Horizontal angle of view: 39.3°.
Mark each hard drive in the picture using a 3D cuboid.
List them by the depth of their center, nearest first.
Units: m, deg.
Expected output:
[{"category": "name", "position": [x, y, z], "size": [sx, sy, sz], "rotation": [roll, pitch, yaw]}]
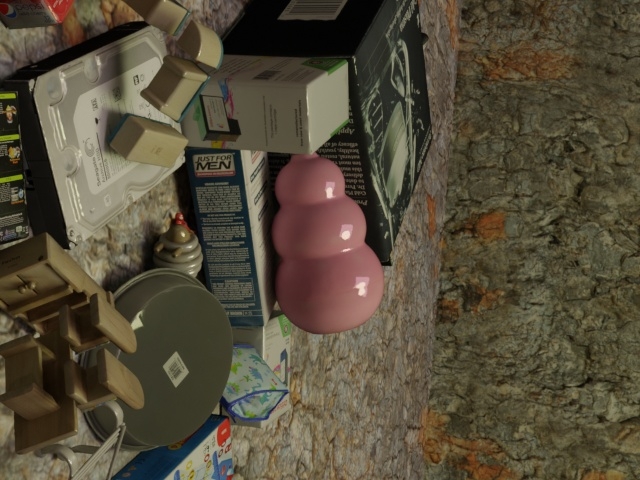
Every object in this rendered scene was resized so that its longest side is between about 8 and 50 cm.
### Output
[{"category": "hard drive", "position": [-0.308, -0.162, 1.278], "size": [0.339, 0.064, 0.236], "rotation": [-51, 139, -58]}]

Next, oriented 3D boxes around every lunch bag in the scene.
[{"category": "lunch bag", "position": [-0.155, 0.259, 1.626], "size": [0.096, 0.129, 0.151], "rotation": [-53, 149, 13]}]

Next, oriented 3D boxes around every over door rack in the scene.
[{"category": "over door rack", "position": [-0.361, 0.391, 1.172], "size": [0.239, 0.108, 0.324], "rotation": [-50, 153, -59]}]

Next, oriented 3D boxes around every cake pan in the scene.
[{"category": "cake pan", "position": [-0.241, 0.191, 1.398], "size": [0.293, 0.054, 0.293], "rotation": [-15, 110, -50]}]

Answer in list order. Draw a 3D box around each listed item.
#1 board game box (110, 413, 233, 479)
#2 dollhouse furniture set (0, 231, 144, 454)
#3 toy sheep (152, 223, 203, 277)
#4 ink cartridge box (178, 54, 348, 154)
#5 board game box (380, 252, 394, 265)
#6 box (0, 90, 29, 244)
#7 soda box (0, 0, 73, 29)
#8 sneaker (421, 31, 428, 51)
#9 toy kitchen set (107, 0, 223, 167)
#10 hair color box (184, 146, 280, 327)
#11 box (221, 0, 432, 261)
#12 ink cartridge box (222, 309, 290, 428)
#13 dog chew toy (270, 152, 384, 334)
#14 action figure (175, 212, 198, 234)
[{"category": "board game box", "position": [-0.245, 0.490, 1.506], "size": [0.308, 0.086, 0.301], "rotation": [-37, 127, -65]}, {"category": "dollhouse furniture set", "position": [-0.322, 0.141, 1.073], "size": [0.161, 0.212, 0.242], "rotation": [61, 10, -53]}, {"category": "toy sheep", "position": [-0.236, 0.031, 1.475], "size": [0.091, 0.091, 0.132], "rotation": [-53, 156, -57]}, {"category": "ink cartridge box", "position": [-0.114, -0.231, 1.491], "size": [0.201, 0.278, 0.117], "rotation": [-49, 141, -60]}, {"category": "board game box", "position": [0.109, -0.040, 2.344], "size": [0.030, 0.136, 0.259], "rotation": [-63, 150, -46]}, {"category": "box", "position": [-0.414, -0.076, 1.021], "size": [0.191, 0.045, 0.184], "rotation": [-28, 117, -66]}, {"category": "soda box", "position": [-0.335, -0.393, 1.136], "size": [0.092, 0.083, 0.263], "rotation": [65, 33, -53]}, {"category": "sneaker", "position": [0.162, -0.415, 2.462], "size": [0.447, 0.169, 0.257], "rotation": [-47, 145, -49]}, {"category": "toy kitchen set", "position": [-0.241, -0.238, 1.273], "size": [0.207, 0.166, 0.122], "rotation": [-52, 163, 11]}, {"category": "hair color box", "position": [-0.151, -0.033, 1.635], "size": [0.174, 0.105, 0.347], "rotation": [-69, 156, -65]}, {"category": "box", "position": [0.032, -0.287, 1.876], "size": [0.480, 0.297, 0.471], "rotation": [-65, 153, -46]}, {"category": "ink cartridge box", "position": [-0.126, 0.252, 1.795], "size": [0.154, 0.093, 0.212], "rotation": [-10, 104, -70]}, {"category": "dog chew toy", "position": [0.000, 0.000, 1.657], "size": [0.206, 0.207, 0.331], "rotation": [-30, 110, -67]}, {"category": "action figure", "position": [-0.231, -0.003, 1.557], "size": [0.038, 0.030, 0.115], "rotation": [-91, 167, -49]}]
